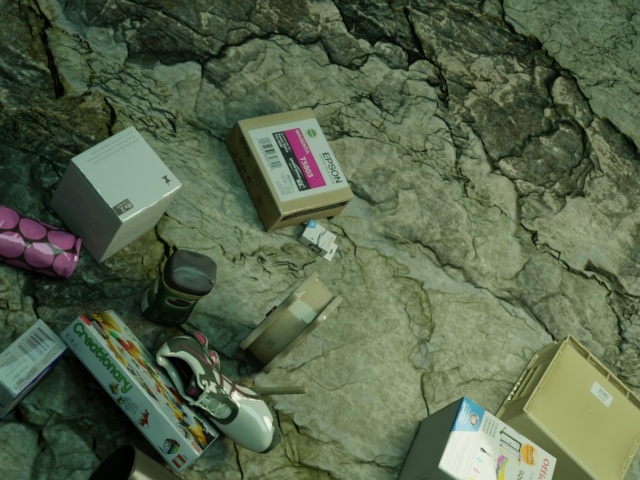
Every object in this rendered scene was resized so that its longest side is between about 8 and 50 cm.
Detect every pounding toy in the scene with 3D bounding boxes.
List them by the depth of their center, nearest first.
[{"bbox_3d":[-0.055,0.201,1.891,0.155,0.269,0.154,46,13,1],"label":"pounding toy"}]

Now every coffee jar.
[{"bbox_3d":[-0.258,0.086,1.837,0.096,0.184,0.079,16,58,-20],"label":"coffee jar"}]

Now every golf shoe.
[{"bbox_3d":[-0.190,0.284,1.794,0.273,0.105,0.120,45,18,11],"label":"golf shoe"}]

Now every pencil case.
[{"bbox_3d":[-0.534,-0.005,1.804,0.209,0.095,0.098,24,40,-17],"label":"pencil case"}]

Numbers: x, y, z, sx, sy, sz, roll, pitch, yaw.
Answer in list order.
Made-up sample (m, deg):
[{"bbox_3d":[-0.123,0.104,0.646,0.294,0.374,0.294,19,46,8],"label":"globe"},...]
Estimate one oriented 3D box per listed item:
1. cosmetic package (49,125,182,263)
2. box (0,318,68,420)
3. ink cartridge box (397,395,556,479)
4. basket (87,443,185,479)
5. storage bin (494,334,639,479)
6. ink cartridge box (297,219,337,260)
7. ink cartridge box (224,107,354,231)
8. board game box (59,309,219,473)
[{"bbox_3d":[-0.382,-0.084,1.865,0.151,0.183,0.151,49,52,4],"label":"cosmetic package"},{"bbox_3d":[-0.500,0.216,1.669,0.072,0.137,0.126,44,53,-2],"label":"box"},{"bbox_3d":[0.303,0.452,1.946,0.233,0.168,0.171,35,53,-8],"label":"ink cartridge box"},{"bbox_3d":[-0.262,0.455,1.646,0.227,0.204,0.154,33,48,-20],"label":"basket"},{"bbox_3d":[0.539,0.380,2.142,0.262,0.123,0.260,43,52,-1],"label":"storage bin"},{"bbox_3d":[0.000,0.000,2.119,0.083,0.028,0.048,33,54,-9],"label":"ink cartridge box"},{"bbox_3d":[-0.066,-0.153,2.131,0.193,0.088,0.234,-17,72,-32],"label":"ink cartridge box"},{"bbox_3d":[-0.306,0.253,1.729,0.053,0.193,0.305,-41,87,3],"label":"board game box"}]
